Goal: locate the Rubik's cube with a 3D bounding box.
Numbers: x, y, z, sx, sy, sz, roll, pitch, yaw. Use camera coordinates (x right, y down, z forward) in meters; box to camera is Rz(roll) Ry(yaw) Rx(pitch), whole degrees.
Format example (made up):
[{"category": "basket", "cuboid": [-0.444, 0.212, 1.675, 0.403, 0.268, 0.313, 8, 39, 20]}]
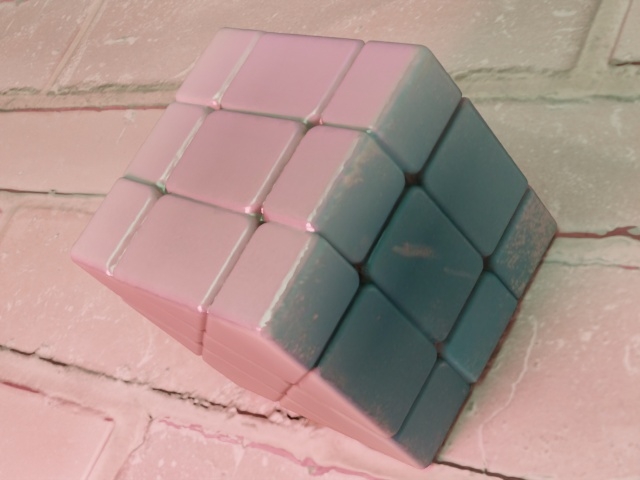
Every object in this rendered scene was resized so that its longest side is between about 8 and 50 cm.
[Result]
[{"category": "Rubik's cube", "cuboid": [0.000, 0.000, 1.147, 0.319, 0.322, 0.316, 15, 68, 44]}]
